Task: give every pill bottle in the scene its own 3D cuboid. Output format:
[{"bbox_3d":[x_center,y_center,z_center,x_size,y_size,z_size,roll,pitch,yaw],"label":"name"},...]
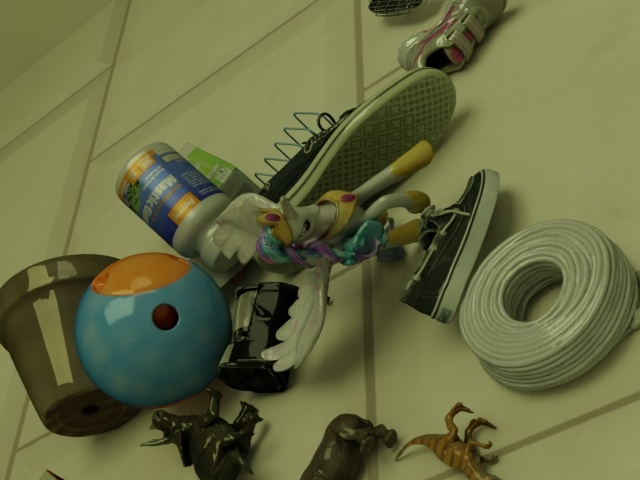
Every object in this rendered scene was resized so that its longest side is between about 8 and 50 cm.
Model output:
[{"bbox_3d":[-0.267,-0.061,2.043,0.272,0.152,0.152,40,89,19],"label":"pill bottle"}]

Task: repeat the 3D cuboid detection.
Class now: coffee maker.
[{"bbox_3d":[-0.088,0.168,1.810,0.171,0.120,0.178,-22,42,33],"label":"coffee maker"}]

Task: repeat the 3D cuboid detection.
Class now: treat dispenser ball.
[{"bbox_3d":[-0.306,0.164,1.883,0.288,0.288,0.288,-30,37,26],"label":"treat dispenser ball"}]

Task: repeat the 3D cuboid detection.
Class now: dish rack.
[{"bbox_3d":[0.228,-0.597,2.265,0.208,0.074,0.272,10,66,54],"label":"dish rack"}]

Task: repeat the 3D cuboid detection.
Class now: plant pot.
[{"bbox_3d":[-0.489,0.232,2.079,0.323,0.323,0.280,-35,51,21],"label":"plant pot"}]

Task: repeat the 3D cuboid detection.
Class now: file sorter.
[{"bbox_3d":[-0.039,-0.169,2.108,0.118,0.104,0.170,11,66,54],"label":"file sorter"}]

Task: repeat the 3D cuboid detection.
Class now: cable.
[{"bbox_3d":[0.317,0.089,1.445,0.257,0.089,0.257,-48,33,1],"label":"cable"}]

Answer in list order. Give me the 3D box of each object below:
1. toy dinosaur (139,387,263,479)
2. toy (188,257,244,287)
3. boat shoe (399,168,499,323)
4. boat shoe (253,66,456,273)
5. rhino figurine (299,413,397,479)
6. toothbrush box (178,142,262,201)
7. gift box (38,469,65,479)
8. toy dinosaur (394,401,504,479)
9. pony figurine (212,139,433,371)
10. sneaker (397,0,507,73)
[{"bbox_3d":[-0.171,0.357,1.749,0.313,0.121,0.160,29,92,52],"label":"toy dinosaur"},{"bbox_3d":[-0.191,0.047,2.104,0.237,0.056,0.137,-46,40,-8],"label":"toy"},{"bbox_3d":[0.201,-0.008,1.615,0.113,0.105,0.306,105,-171,-58],"label":"boat shoe"},{"bbox_3d":[0.042,-0.150,1.927,0.500,0.186,0.156,-45,39,16],"label":"boat shoe"},{"bbox_3d":[0.011,0.367,1.536,0.106,0.073,0.243,20,74,51],"label":"rhino figurine"},{"bbox_3d":[-0.268,-0.081,2.269,0.206,0.122,0.283,-53,34,-6],"label":"toothbrush box"},{"bbox_3d":[-0.406,0.561,1.659,0.258,0.255,0.276,-56,27,-14],"label":"gift box"},{"bbox_3d":[0.180,0.285,1.431,0.211,0.064,0.112,18,72,55],"label":"toy dinosaur"},{"bbox_3d":[0.000,0.000,1.681,0.303,0.363,0.351,57,144,20],"label":"pony figurine"},{"bbox_3d":[0.270,-0.395,1.994,0.252,0.103,0.111,-43,37,21],"label":"sneaker"}]
